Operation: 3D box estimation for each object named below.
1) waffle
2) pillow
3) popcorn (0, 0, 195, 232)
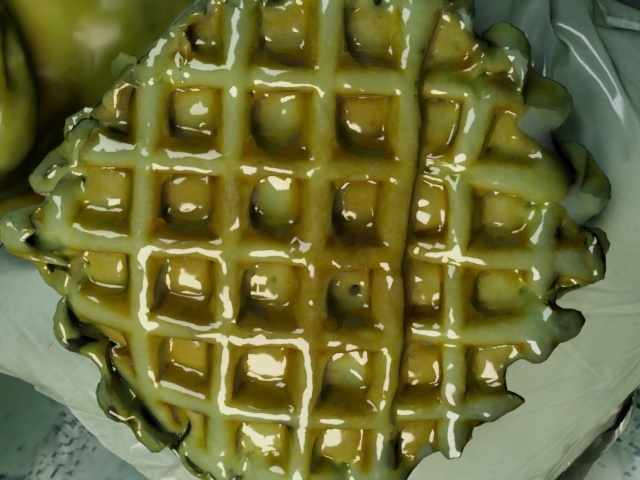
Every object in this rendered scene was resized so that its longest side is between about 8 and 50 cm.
[{"bbox_3d":[0.000,0.000,0.734,0.214,0.054,0.208,-39,107,9],"label":"waffle"},{"bbox_3d":[0.037,-0.001,0.835,0.283,0.138,0.310,36,102,-10],"label":"pillow"},{"bbox_3d":[-0.171,-0.084,0.936,0.270,0.258,0.224,-16,61,-21],"label":"popcorn"}]
